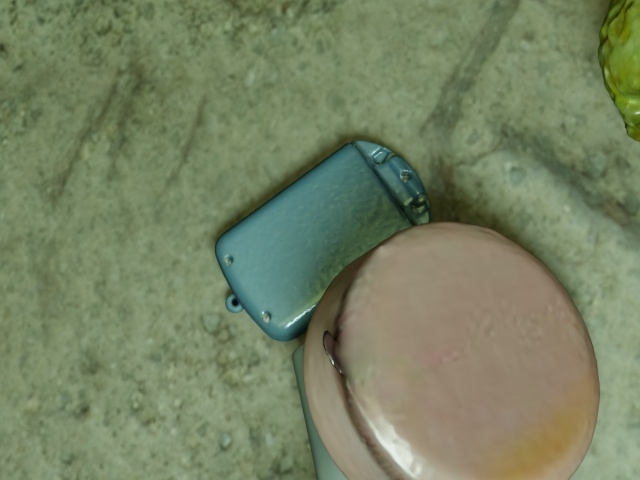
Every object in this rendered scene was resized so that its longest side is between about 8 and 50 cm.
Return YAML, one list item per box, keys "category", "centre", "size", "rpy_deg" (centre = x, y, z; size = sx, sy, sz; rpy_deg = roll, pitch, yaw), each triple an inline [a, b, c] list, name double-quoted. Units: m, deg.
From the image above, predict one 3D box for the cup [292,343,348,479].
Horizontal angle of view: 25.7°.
- category: "cup"
  centre: [0.050, 0.147, 1.199]
  size: [0.099, 0.136, 0.133]
  rpy_deg: [-32, 66, 50]

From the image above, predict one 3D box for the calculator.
- category: "calculator"
  centre: [0.000, 0.000, 1.262]
  size: [0.210, 0.039, 0.121]
  rpy_deg: [-37, 70, 4]

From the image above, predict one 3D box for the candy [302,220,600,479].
- category: "candy"
  centre: [0.100, 0.105, 1.122]
  size: [0.255, 0.094, 0.255]
  rpy_deg: [10, 67, -24]

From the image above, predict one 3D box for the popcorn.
- category: "popcorn"
  centre: [0.329, -0.136, 1.152]
  size: [0.198, 0.198, 0.212]
  rpy_deg: [-20, 108, 8]
